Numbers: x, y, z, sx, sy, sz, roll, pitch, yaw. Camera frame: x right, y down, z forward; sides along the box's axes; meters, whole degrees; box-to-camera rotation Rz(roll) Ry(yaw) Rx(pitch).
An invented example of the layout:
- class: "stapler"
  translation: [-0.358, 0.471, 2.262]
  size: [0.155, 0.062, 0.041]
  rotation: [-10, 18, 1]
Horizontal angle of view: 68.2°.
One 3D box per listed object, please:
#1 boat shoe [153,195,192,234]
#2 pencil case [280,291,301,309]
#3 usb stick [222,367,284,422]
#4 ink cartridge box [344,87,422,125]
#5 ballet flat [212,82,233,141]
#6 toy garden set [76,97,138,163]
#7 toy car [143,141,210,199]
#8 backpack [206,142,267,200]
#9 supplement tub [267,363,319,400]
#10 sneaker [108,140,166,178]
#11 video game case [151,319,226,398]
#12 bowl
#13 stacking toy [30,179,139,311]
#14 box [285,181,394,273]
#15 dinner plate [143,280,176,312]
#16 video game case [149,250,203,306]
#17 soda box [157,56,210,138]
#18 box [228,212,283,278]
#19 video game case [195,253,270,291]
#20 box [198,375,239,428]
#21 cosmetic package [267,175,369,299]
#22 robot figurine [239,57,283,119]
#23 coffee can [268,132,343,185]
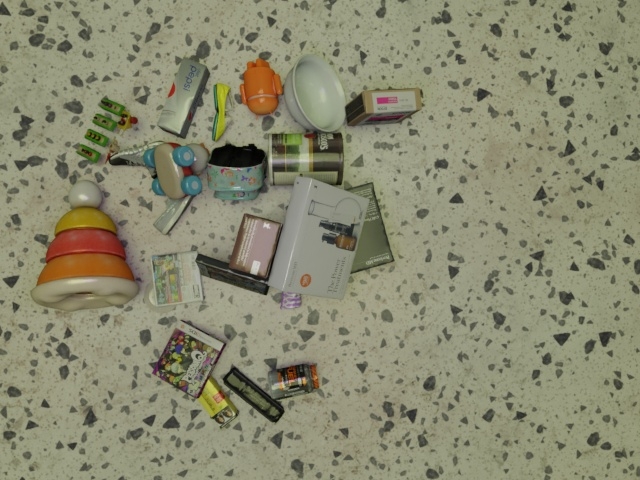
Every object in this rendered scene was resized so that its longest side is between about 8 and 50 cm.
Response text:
- class: "boat shoe"
  translation: [-0.570, -0.131, 1.837]
  size: [0.081, 0.079, 0.227]
  rotation: [35, 92, -8]
- class: "pencil case"
  translation: [-0.119, 0.165, 1.852]
  size: [0.088, 0.086, 0.205]
  rotation: [-8, 100, -24]
- class: "usb stick"
  translation: [-0.266, 0.618, 1.883]
  size: [0.278, 0.045, 0.077]
  rotation: [40, 81, -3]
- class: "ink cartridge box"
  translation: [0.236, -0.506, 1.802]
  size: [0.235, 0.193, 0.088]
  rotation: [-8, 92, -17]
- class: "ballet flat"
  translation: [-0.382, -0.500, 1.852]
  size: [0.077, 0.077, 0.230]
  rotation: [2, 89, -20]
- class: "toy garden set"
  translation: [-0.815, -0.410, 1.789]
  size: [0.204, 0.049, 0.244]
  rotation: [26, 88, 25]
- class: "toy car"
  translation: [-0.496, -0.282, 1.793]
  size: [0.219, 0.238, 0.210]
  rotation: [4, 113, 37]
- class: "backpack"
  translation: [-0.313, -0.252, 1.768]
  size: [0.225, 0.253, 0.191]
  rotation: [2, 110, -5]
- class: "supplement tub"
  translation: [-0.105, 0.552, 1.855]
  size: [0.191, 0.117, 0.116]
  rotation: [-12, 91, -4]
- class: "sneaker"
  translation: [-0.692, -0.294, 1.827]
  size: [0.229, 0.086, 0.132]
  rotation: [-18, 94, -4]
- class: "video game case"
  translation: [-0.508, 0.457, 1.829]
  size: [0.210, 0.042, 0.232]
  rotation: [25, 82, 13]
- class: "bowl"
  translation: [-0.044, -0.544, 1.808]
  size: [0.134, 0.298, 0.297]
  rotation: [-10, 92, 41]
- class: "stacking toy"
  translation: [-0.868, 0.002, 1.756]
  size: [0.351, 0.350, 0.479]
  rotation: [-9, 72, -3]
- class: "box"
  translation: [0.070, -0.025, 1.828]
  size: [0.344, 0.179, 0.312]
  rotation: [-15, 91, -3]
- class: "dinner plate"
  translation: [-0.630, 0.219, 1.870]
  size: [0.141, 0.017, 0.141]
  rotation: [0, 90, -2]
- class: "video game case"
  translation: [-0.564, 0.150, 1.858]
  size: [0.184, 0.023, 0.201]
  rotation: [-7, 89, -9]
- class: "soda box"
  translation: [-0.528, -0.549, 1.829]
  size: [0.098, 0.091, 0.286]
  rotation: [22, 89, -3]
- class: "box"
  translation: [-0.217, 0.014, 1.709]
  size: [0.143, 0.381, 0.191]
  rotation: [16, 90, -4]
- class: "video game case"
  translation: [-0.323, 0.134, 1.772]
  size: [0.275, 0.248, 0.035]
  rotation: [19, 72, -3]
- class: "box"
  translation: [-0.425, 0.621, 1.865]
  size: [0.087, 0.058, 0.232]
  rotation: [-36, 92, -1]
- class: "cosmetic package"
  translation: [0.000, 0.000, 1.614]
  size: [0.285, 0.097, 0.377]
  rotation: [13, 91, -39]
- class: "robot figurine"
  translation: [-0.231, -0.583, 1.831]
  size: [0.158, 0.128, 0.219]
  rotation: [-7, 90, -9]
- class: "coffee can"
  translation: [-0.057, -0.309, 1.806]
  size: [0.276, 0.201, 0.201]
  rotation: [-1, 91, -3]
